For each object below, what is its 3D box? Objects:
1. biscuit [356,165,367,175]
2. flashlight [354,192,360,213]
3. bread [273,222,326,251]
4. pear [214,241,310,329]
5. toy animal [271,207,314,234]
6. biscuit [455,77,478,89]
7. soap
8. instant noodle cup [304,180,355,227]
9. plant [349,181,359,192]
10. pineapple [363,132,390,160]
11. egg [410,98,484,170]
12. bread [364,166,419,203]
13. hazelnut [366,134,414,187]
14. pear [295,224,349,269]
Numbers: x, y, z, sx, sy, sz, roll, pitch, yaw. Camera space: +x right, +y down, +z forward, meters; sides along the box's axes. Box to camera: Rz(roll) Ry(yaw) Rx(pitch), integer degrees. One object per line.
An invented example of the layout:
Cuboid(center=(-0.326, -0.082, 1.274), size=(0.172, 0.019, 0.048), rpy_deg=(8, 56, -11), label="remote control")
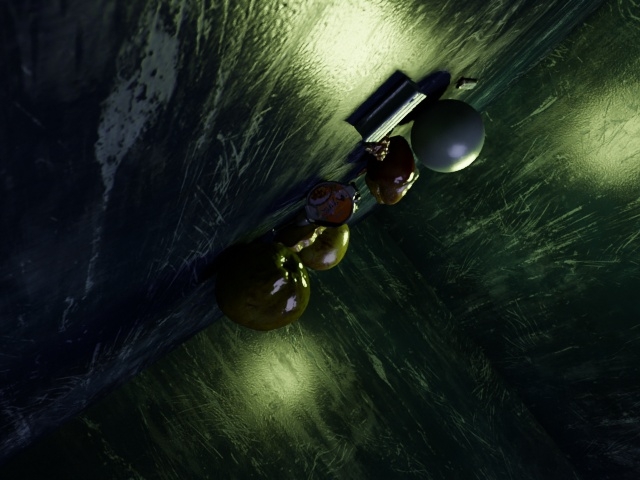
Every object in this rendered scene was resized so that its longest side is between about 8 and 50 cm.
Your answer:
Cuboid(center=(0.195, -0.309, 2.078), size=(0.082, 0.016, 0.092), rpy_deg=(-39, 173, 2), label="biscuit")
Cuboid(center=(0.160, -0.203, 2.445), size=(0.093, 0.093, 0.232), rpy_deg=(-37, 169, -11), label="flashlight")
Cuboid(center=(-0.078, -0.031, 1.988), size=(0.233, 0.088, 0.161), rpy_deg=(-32, -155, -26), label="bread")
Cuboid(center=(-0.215, 0.171, 1.778), size=(0.352, 0.351, 0.413), rpy_deg=(-33, 177, -43), label="pear")
Cuboid(center=(-0.090, -0.087, 1.918), size=(0.253, 0.070, 0.079), rpy_deg=(-25, 137, -10), label="toy animal")
Cuboid(center=(0.605, -0.639, 1.915), size=(0.048, 0.026, 0.292), rpy_deg=(-46, 172, 31), label="biscuit")
Cuboid(center=(0.196, -0.366, 1.328), size=(0.198, 0.063, 0.115), rpy_deg=(-40, 173, 25), label="soap")
Cuboid(center=(0.044, -0.146, 1.744), size=(0.208, 0.177, 0.125), rpy_deg=(-20, -166, 16), label="instant noodle cup")
Cuboid(center=(0.119, -0.214, 2.076), size=(0.174, 0.087, 0.085), rpy_deg=(-23, 129, -58), label="plant")
Cuboid(center=(0.185, -0.334, 1.631), size=(0.114, 0.077, 0.114), rpy_deg=(-17, 127, -45), label="pineapple")
Cuboid(center=(0.488, -0.403, 1.806), size=(0.276, 0.276, 0.389), rpy_deg=(-40, 174, 19), label="egg")
Cuboid(center=(0.306, -0.276, 2.094), size=(0.176, 0.196, 0.246), rpy_deg=(-50, 178, -26), label="bread")
Cuboid(center=(0.280, -0.310, 1.831), size=(0.208, 0.208, 0.208), rpy_deg=(-37, 175, -4), label="hazelnut")
Cuboid(center=(0.000, 0.000, 2.187), size=(0.284, 0.283, 0.283), rpy_deg=(-37, 175, -4), label="pear")
